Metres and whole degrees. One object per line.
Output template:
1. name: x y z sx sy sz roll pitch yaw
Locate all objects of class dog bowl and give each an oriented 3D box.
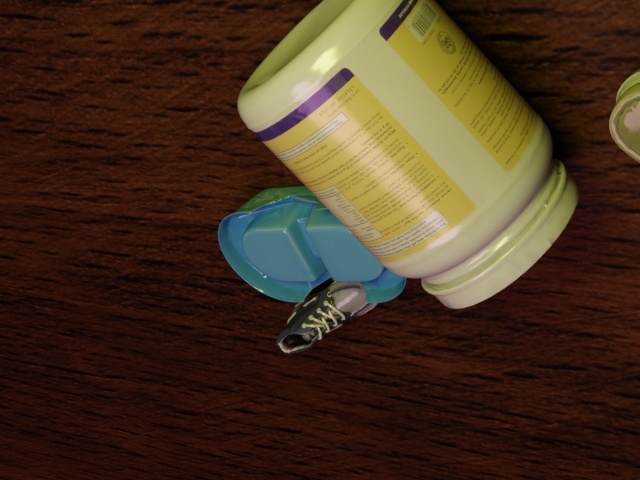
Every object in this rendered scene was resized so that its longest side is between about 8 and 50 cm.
1. dog bowl: 0.000 0.000 1.721 0.297 0.074 0.166 -1 130 38

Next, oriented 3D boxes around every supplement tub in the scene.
1. supplement tub: 0.099 -0.111 1.389 0.331 0.241 0.241 46 141 -14

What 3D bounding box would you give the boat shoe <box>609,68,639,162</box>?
1. boat shoe: 0.432 -0.072 1.297 0.302 0.103 0.113 41 130 -7

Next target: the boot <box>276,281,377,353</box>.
1. boot: 0.013 0.109 1.817 0.069 0.086 0.190 43 142 -11
